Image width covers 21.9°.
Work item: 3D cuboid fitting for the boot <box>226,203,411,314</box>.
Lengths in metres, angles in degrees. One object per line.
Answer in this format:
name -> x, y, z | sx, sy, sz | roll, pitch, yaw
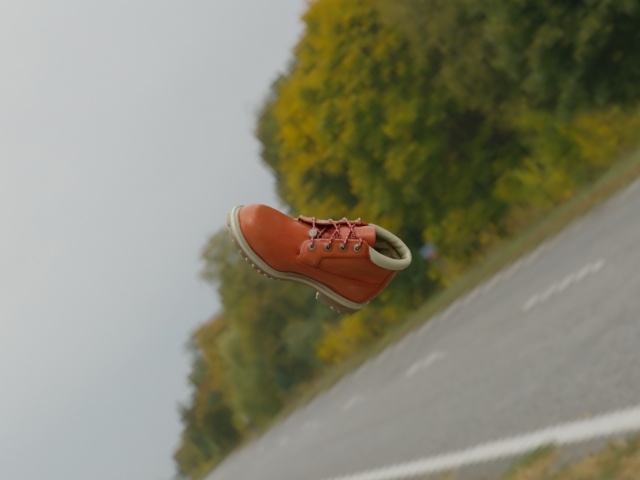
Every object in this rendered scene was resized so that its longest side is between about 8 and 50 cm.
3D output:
boot -> 0.000, 0.000, 1.345 | 0.085, 0.158, 0.059 | -35, 43, 37
